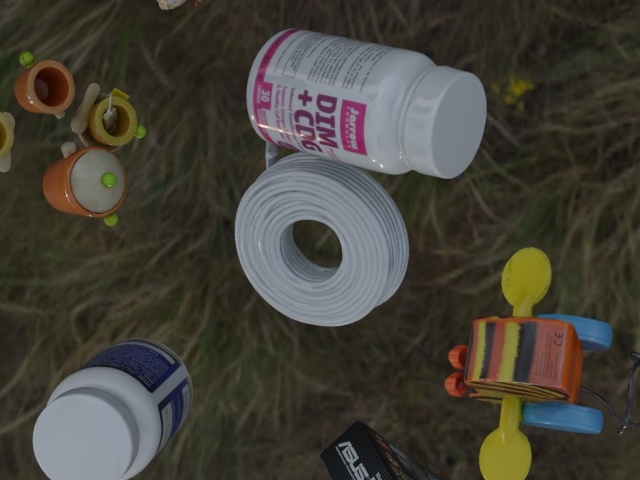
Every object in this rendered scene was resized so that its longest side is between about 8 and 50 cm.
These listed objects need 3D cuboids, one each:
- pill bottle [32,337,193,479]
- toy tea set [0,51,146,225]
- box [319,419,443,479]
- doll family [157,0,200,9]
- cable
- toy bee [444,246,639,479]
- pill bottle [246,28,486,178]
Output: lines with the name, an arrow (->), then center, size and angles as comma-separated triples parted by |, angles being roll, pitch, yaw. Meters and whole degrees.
pill bottle -> -0.266, 0.225, 1.659 | 0.153, 0.265, 0.153 | 1, 98, 8
toy tea set -> -0.365, -0.160, 1.690 | 0.336, 0.200, 0.124 | 27, 161, -38
box -> 0.134, 0.323, 1.313 | 0.060, 0.216, 0.270 | -44, 128, 8
doll family -> -0.223, -0.326, 1.322 | 0.263, 0.118, 0.163 | 10, 142, -20
cable -> 0.000, 0.000, 1.848 | 0.257, 0.089, 0.257 | 22, 120, 16
toy bee -> 0.172, 0.126, 1.117 | 0.162, 0.195, 0.298 | 2, 146, 26
pill bottle -> 0.059, -0.174, 1.649 | 0.283, 0.160, 0.160 | 16, 131, 34
